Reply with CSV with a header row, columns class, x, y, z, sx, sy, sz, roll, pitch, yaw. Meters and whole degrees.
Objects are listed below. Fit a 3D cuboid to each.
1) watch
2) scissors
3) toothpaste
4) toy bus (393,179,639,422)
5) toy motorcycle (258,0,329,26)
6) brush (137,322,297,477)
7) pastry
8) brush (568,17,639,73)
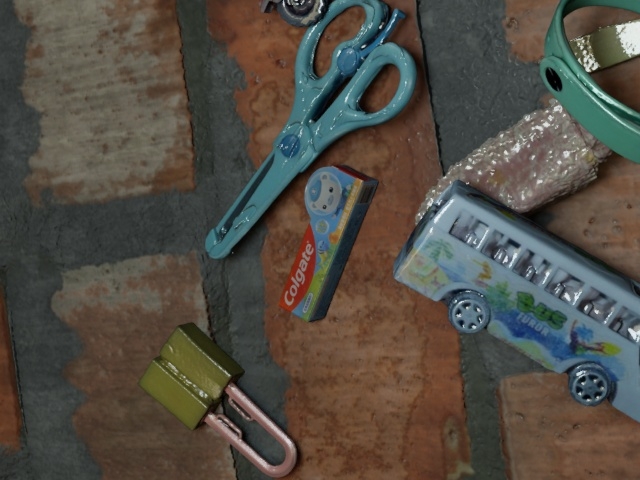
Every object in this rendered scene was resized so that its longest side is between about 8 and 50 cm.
class,x,y,z,sx,sy,sz,roll,pitch,yaw
watch,0.344,-0.177,1.361,0.195,0.068,0.237,-28,71,-19
scissors,-0.027,-0.129,1.603,0.393,0.032,0.180,-50,55,18
toothpaste,0.000,0.000,1.626,0.070,0.044,0.193,28,105,24
toy bus,0.248,0.068,1.440,0.330,0.109,0.136,30,107,-3
toy motorcycle,-0.031,-0.369,1.583,0.118,0.084,0.212,15,102,14
brush,-0.120,0.218,1.700,0.233,0.047,0.103,40,109,14
pastry,0.227,-0.076,1.487,0.265,0.112,0.103,-34,83,34
brush,0.413,-0.244,1.433,0.337,0.020,0.085,-15,89,25
